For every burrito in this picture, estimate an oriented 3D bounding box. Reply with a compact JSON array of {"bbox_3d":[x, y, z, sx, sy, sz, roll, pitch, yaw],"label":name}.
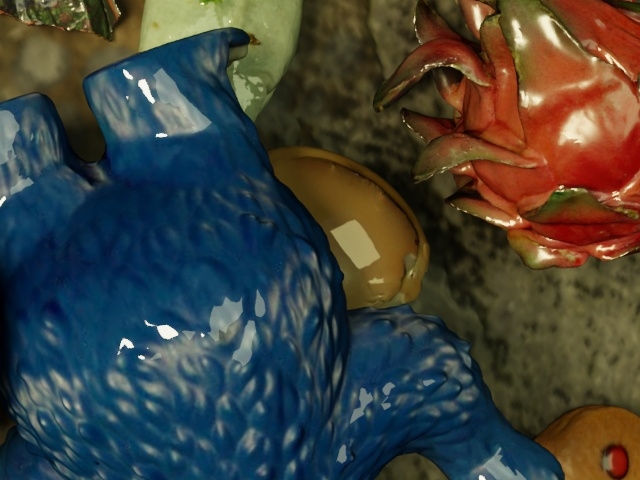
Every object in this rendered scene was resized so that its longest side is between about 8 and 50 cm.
[{"bbox_3d":[-0.036,-0.084,0.581,0.074,0.044,0.118,15,75,-37],"label":"burrito"}]

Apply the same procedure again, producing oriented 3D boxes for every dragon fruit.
[{"bbox_3d":[0.103,-0.056,0.638,0.142,0.130,0.121,36,101,-29],"label":"dragon fruit"}]

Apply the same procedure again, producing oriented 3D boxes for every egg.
[{"bbox_3d":[0.000,0.000,0.583,0.083,0.071,0.071,44,64,-12],"label":"egg"}]

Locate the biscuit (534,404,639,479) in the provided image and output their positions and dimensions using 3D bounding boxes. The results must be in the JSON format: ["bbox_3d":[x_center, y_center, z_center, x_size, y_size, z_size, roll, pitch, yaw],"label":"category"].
[{"bbox_3d":[0.199,0.140,0.734,0.250,0.036,0.165,18,76,-33],"label":"biscuit"}]

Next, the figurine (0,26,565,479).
[{"bbox_3d":[-0.036,0.059,0.501,0.164,0.121,0.262,-35,98,9],"label":"figurine"}]

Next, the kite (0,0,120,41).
[{"bbox_3d":[-0.168,-0.126,0.511,0.232,0.009,0.189,17,79,-32],"label":"kite"}]
